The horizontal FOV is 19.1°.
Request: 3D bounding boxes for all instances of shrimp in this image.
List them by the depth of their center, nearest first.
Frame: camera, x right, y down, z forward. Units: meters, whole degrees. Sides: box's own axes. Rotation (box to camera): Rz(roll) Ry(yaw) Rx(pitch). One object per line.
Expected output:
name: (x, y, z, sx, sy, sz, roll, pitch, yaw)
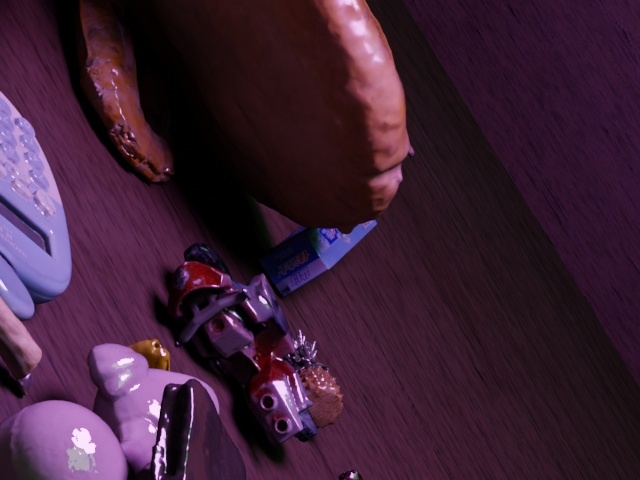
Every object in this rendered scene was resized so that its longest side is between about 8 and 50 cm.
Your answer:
shrimp: (-0.192, -0.161, 1.934, 0.173, 0.058, 0.253, 51, 19, -43)

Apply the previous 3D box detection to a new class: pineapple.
pineapple: (-0.016, 0.137, 1.886, 0.058, 0.058, 0.124, 47, 5, -28)

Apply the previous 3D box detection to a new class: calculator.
calculator: (-0.271, -0.046, 1.516, 0.188, 0.042, 0.303, 45, 19, -35)

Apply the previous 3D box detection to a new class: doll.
doll: (-0.147, 0.165, 1.381, 0.160, 0.094, 0.365, 65, 18, -6)

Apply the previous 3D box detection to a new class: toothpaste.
toothpaste: (0.000, 0.000, 2.131, 0.053, 0.066, 0.272, 56, 17, -2)

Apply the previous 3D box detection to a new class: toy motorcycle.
toy motorcycle: (-0.070, 0.092, 1.740, 0.213, 0.082, 0.122, 58, 16, 9)

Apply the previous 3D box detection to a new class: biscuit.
biscuit: (-0.073, -0.205, 1.943, 0.446, 0.104, 0.429, 62, -27, -4)

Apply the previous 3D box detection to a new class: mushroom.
mushroom: (-0.254, 0.049, 1.362, 0.061, 0.060, 0.187, 26, -16, 50)

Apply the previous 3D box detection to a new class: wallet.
wallet: (-0.081, 0.255, 1.289, 0.165, 0.042, 0.309, 71, 16, -52)

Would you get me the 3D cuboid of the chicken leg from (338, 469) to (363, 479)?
chicken leg: (0.086, 0.311, 1.834, 0.093, 0.053, 0.205, 0, 53, -53)
